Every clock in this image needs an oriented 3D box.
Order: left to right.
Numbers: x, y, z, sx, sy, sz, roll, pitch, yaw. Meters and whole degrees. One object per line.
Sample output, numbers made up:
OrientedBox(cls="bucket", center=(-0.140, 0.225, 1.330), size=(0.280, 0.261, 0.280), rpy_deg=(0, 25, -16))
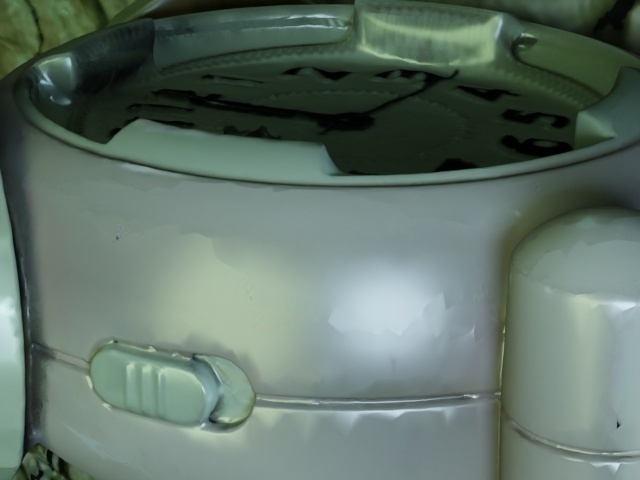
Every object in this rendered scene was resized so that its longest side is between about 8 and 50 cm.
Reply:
OrientedBox(cls="clock", center=(0.000, 0.000, 0.643), size=(0.326, 0.342, 0.184), rpy_deg=(14, 109, 18))
